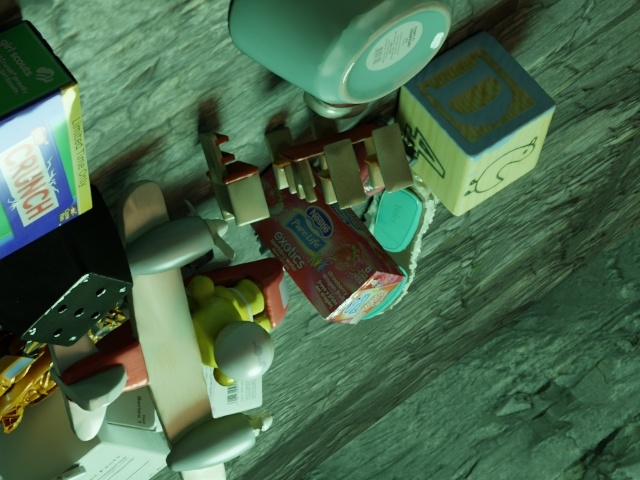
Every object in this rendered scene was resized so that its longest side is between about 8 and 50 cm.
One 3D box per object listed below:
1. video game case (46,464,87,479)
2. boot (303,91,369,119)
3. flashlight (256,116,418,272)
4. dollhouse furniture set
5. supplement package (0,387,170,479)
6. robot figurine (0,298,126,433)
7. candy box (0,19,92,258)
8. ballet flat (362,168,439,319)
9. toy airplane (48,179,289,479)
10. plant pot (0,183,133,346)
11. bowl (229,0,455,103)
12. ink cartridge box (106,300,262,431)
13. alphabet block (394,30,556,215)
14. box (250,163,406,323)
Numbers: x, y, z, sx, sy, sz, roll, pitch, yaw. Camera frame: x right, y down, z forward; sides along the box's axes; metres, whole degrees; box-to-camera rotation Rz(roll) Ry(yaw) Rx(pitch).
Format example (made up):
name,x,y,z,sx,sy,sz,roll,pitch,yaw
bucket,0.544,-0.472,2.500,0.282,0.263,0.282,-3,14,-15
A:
name,x,y,z,sx,sy,sz,roll,pitch,yaw
video game case,-0.443,0.420,2.116,0.143,0.019,0.157,-20,153,-31
boot,0.079,-0.280,1.947,0.244,0.088,0.176,-36,162,-47
flashlight,0.022,-0.075,2.274,0.304,0.103,0.103,-40,169,16
dollhouse furniture set,-0.030,-0.124,1.935,0.259,0.135,0.262,-19,-166,-17
supplement package,-0.410,0.336,2.259,0.175,0.177,0.293,-38,158,5
robot figurine,-0.416,0.168,2.042,0.291,0.085,0.211,-41,160,6
candy box,-0.423,-0.067,1.509,0.317,0.122,0.268,-32,157,-21
ballet flat,0.142,-0.006,2.566,0.147,0.147,0.409,-24,154,-35
toy airplane,-0.197,0.149,1.936,0.386,0.272,0.384,36,70,-49
plant pot,-0.356,0.032,1.758,0.188,0.167,0.187,-44,159,9
bowl,0.052,-0.296,1.764,0.311,0.163,0.311,-32,160,-13
ink cartridge box,-0.223,0.192,2.231,0.278,0.117,0.201,-5,96,-55
alphabet block,0.252,-0.195,2.266,0.192,0.193,0.197,-31,158,-16
box,0.000,0.000,2.151,0.122,0.257,0.128,-44,158,14
